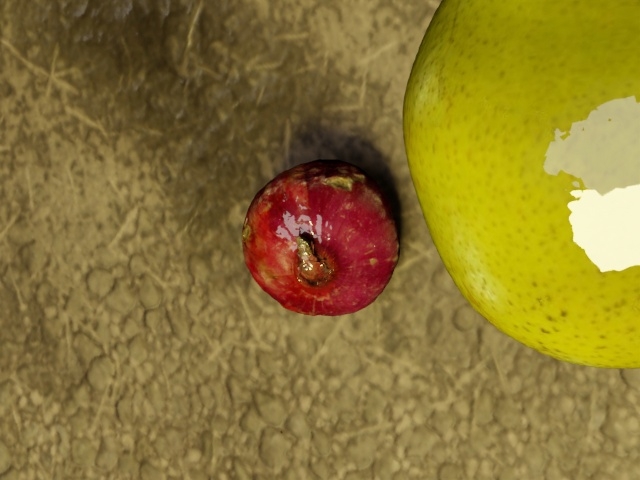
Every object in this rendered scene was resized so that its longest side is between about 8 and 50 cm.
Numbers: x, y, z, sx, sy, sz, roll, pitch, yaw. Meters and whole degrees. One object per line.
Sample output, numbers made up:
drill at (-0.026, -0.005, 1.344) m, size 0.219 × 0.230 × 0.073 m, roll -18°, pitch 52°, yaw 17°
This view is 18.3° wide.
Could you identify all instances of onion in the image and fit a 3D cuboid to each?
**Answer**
onion at (0.000, 0.000, 1.303) m, size 0.107 × 0.097 × 0.107 m, roll 5°, pitch 110°, yaw 14°

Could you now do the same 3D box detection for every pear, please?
pear at (0.179, -0.069, 1.076) m, size 0.294 × 0.294 × 0.294 m, roll 5°, pitch 99°, yaw 33°
